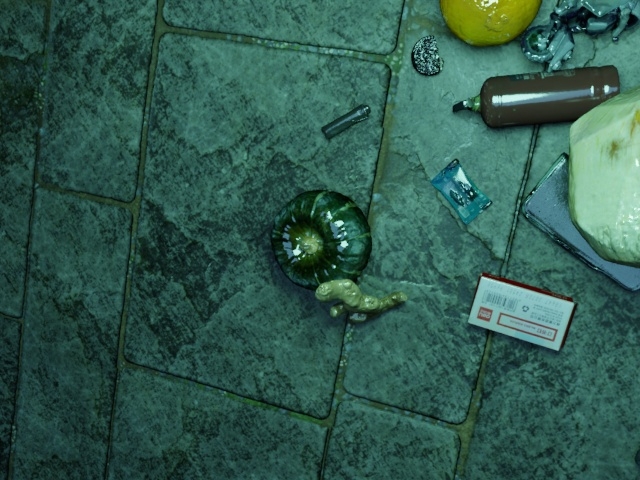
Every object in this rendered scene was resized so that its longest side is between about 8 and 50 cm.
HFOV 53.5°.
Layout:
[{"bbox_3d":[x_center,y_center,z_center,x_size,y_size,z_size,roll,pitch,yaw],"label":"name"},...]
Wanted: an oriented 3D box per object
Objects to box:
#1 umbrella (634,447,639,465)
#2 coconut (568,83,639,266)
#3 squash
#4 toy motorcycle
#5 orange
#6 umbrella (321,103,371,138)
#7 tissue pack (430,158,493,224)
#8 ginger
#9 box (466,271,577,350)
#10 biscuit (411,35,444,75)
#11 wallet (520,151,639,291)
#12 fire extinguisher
[{"bbox_3d":[0.769,0.429,1.438,0.050,0.046,0.188,21,98,21],"label":"umbrella"},{"bbox_3d":[0.673,-0.142,1.212,0.415,0.344,0.416,0,91,-4],"label":"coconut"},{"bbox_3d":[0.000,0.000,1.547,0.252,0.165,0.252,2,97,19],"label":"squash"},{"bbox_3d":[0.559,-0.458,1.335,0.270,0.106,0.159,-45,71,-2],"label":"toy motorcycle"},{"bbox_3d":[0.361,-0.523,1.353,0.219,0.193,0.219,5,66,-13],"label":"orange"},{"bbox_3d":[0.064,-0.293,1.561,0.133,0.031,0.036,-27,115,18],"label":"umbrella"},{"bbox_3d":[0.334,-0.116,1.506,0.085,0.028,0.138,-41,81,18],"label":"tissue pack"},{"bbox_3d":[0.078,0.152,1.521,0.149,0.258,0.065,-43,51,38],"label":"ginger"},{"bbox_3d":[0.472,0.166,1.488,0.229,0.050,0.123,16,103,14],"label":"box"},{"bbox_3d":[0.253,-0.432,1.486,0.087,0.027,0.089,30,104,12],"label":"biscuit"},{"bbox_3d":[0.619,-0.036,1.420,0.318,0.045,0.172,38,103,9],"label":"wallet"},{"bbox_3d":[0.462,-0.309,1.394,0.337,0.135,0.114,-3,93,12],"label":"fire extinguisher"}]
